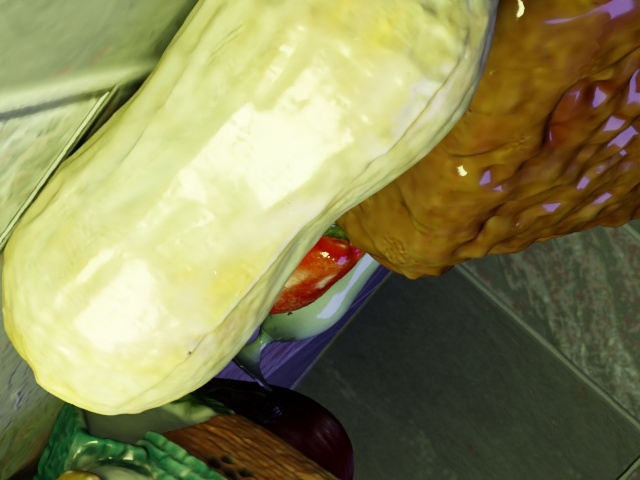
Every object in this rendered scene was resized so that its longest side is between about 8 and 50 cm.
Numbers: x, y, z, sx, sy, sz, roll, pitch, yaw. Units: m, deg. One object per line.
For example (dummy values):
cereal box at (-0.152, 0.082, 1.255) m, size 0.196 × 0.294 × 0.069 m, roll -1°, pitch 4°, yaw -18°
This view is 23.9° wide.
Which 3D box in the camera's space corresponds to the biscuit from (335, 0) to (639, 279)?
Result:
biscuit at (0.193, -0.138, 0.917) m, size 0.395 × 0.166 × 0.342 m, roll -21°, pitch 155°, yaw -22°

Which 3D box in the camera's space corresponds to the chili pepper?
chili pepper at (0.000, 0.000, 1.410) m, size 0.192 × 0.084 × 0.086 m, roll -48°, pitch -167°, yaw 51°

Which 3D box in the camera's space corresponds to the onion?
onion at (-0.088, 0.286, 1.658) m, size 0.273 × 0.285 × 0.273 m, roll -15°, pitch -157°, yaw 6°

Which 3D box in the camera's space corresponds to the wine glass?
wine glass at (-0.018, 0.058, 1.605) m, size 0.202 × 0.093 × 0.093 m, roll -49°, pitch 174°, yaw -3°

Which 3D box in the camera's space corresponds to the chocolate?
chocolate at (-0.030, -0.043, 0.696) m, size 0.309 × 0.134 × 0.134 m, roll -49°, pitch 174°, yaw 8°

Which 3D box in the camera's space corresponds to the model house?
model house at (-0.145, 0.235, 1.178) m, size 0.301 × 0.271 × 0.190 m, roll 7°, pitch 111°, yaw -64°
